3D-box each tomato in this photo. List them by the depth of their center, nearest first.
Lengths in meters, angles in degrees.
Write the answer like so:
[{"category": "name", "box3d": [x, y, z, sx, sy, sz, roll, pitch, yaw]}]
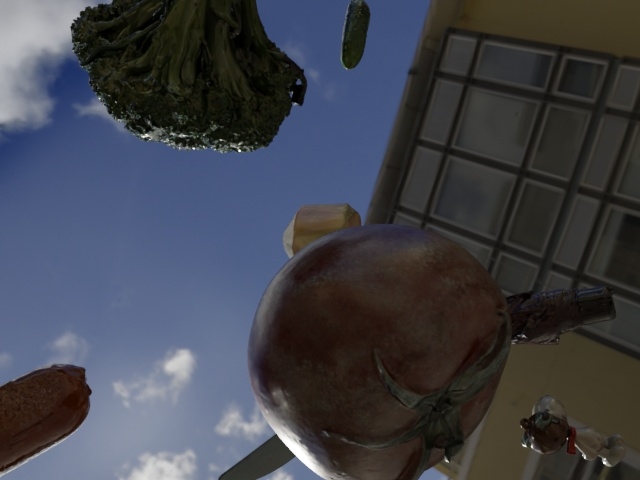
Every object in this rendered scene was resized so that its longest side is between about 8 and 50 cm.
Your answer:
[{"category": "tomato", "box3d": [0.072, 0.134, 0.920, 0.317, 0.282, 0.316, -23, -47, -28]}]

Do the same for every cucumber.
[{"category": "cucumber", "box3d": [0.048, -0.295, 1.066, 0.037, 0.037, 0.155, 51, -143, -46]}]

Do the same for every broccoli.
[{"category": "broccoli", "box3d": [-0.180, -0.259, 1.032, 0.304, 0.321, 0.283, -28, -32, -49]}]

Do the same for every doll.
[{"category": "doll", "box3d": [0.208, 0.165, 0.649, 0.058, 0.085, 0.040, -42, -14, -50]}]

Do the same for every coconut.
[{"category": "coconut", "box3d": [0.000, 0.000, 1.506, 0.147, 0.153, 0.147, -2, -90, -69]}]

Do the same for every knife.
[{"category": "knife", "box3d": [-0.042, 0.292, 1.174, 0.260, 0.035, 0.063, -38, -64, -19]}]

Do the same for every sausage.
[{"category": "sausage", "box3d": [-0.414, 0.244, 0.865, 0.349, 0.094, 0.097, -28, -35, -27]}]

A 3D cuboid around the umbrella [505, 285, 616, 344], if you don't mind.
[{"category": "umbrella", "box3d": [0.305, 0.131, 1.240, 0.094, 0.326, 0.090, 49, -147, -55]}]
